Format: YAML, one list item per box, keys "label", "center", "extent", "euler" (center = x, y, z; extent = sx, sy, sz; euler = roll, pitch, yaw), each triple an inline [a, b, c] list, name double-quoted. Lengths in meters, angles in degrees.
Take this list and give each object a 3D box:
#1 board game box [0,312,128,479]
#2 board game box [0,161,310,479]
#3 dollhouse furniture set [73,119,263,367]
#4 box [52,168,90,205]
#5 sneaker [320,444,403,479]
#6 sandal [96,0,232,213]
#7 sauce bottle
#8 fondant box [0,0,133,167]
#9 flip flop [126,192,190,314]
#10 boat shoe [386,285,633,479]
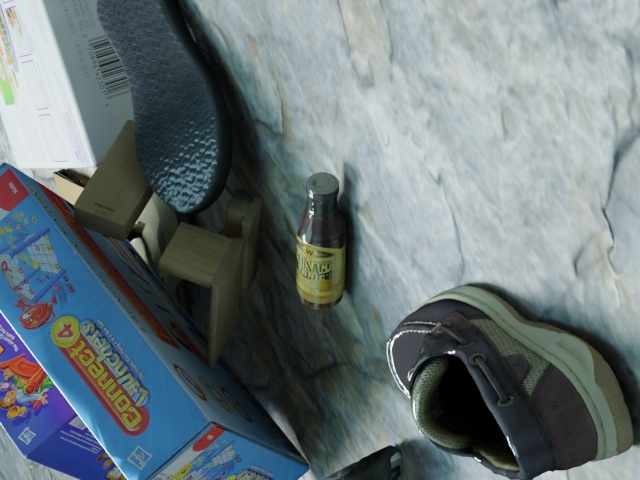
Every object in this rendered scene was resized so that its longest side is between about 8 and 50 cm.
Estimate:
- label: "board game box"
  center: [-0.245, 0.131, 1.915]
  extent: [0.233, 0.078, 0.347]
  euler: [50, -177, 24]
- label: "board game box"
  center: [-0.171, 0.101, 1.783]
  extent: [0.308, 0.086, 0.302]
  euler: [50, -177, 21]
- label: "dollhouse furniture set"
  center: [-0.135, 0.002, 1.778]
  extent: [0.151, 0.144, 0.123]
  euler: [19, 143, 10]
- label: "box"
  center: [-0.256, 0.022, 2.302]
  extent: [0.164, 0.021, 0.201]
  euler: [22, 128, 64]
- label: "sneaker"
  center: [0.050, 0.252, 1.651]
  extent: [0.132, 0.086, 0.229]
  euler: [62, 169, 9]
- label: "sandal"
  center: [-0.127, -0.140, 1.753]
  extent: [0.097, 0.054, 0.254]
  euler: [-33, 60, 29]
- label: "sauce bottle"
  center: [0.000, 0.000, 1.580]
  extent: [0.042, 0.042, 0.128]
  euler: [52, 155, 40]
- label: "fondant box"
  center: [-0.269, -0.198, 2.021]
  extent: [0.330, 0.096, 0.238]
  euler: [4, 113, 68]
- label: "flip flop"
  center: [-0.184, 0.037, 2.039]
  extent: [0.112, 0.080, 0.277]
  euler: [64, 159, 18]
- label: "boat shoe"
  center: [0.103, 0.099, 1.329]
  extent: [0.285, 0.092, 0.103]
  euler: [20, 127, 65]
